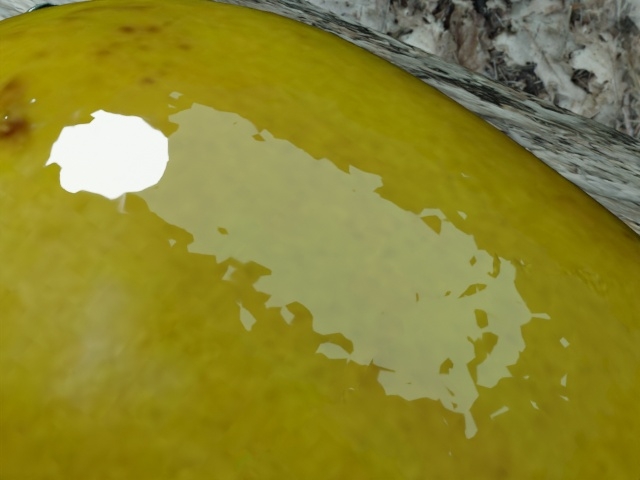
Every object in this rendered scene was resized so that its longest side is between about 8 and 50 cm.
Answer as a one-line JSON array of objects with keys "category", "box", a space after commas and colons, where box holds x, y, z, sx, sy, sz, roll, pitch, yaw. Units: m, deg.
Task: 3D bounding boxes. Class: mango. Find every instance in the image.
[{"category": "mango", "box": [0.007, 0.075, 0.454, 0.445, 0.232, 0.300, 26, 53, 7]}]

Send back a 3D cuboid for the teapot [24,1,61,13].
[{"category": "teapot", "box": [-0.130, -0.043, 0.759, 0.225, 0.203, 0.171, 11, -16, -11]}]
